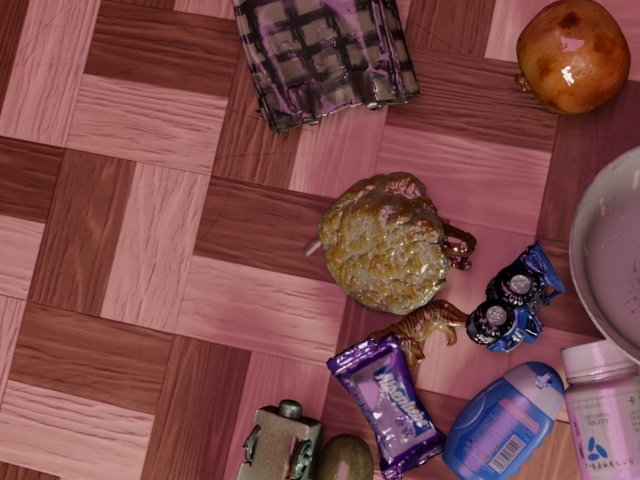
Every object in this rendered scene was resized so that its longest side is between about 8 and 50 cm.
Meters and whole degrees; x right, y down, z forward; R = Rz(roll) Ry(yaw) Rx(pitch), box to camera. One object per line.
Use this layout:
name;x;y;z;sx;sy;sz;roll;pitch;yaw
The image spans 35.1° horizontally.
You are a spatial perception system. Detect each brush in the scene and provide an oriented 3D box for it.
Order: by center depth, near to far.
brush;0.000;0.000;2.016;0.084;0.013;0.016;-41;79;5

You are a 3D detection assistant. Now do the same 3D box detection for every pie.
pie;0.133;0.008;1.944;0.257;0.105;0.274;-44;76;11

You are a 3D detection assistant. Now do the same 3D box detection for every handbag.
handbag;0.004;-0.399;2.004;0.325;0.162;0.327;-14;87;12

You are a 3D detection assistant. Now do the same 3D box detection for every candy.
candy;0.130;0.314;1.904;0.145;0.070;0.275;-26;94;3

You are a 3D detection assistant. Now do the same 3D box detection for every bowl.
bowl;0.631;0.054;1.774;0.435;0.196;0.434;0;72;1

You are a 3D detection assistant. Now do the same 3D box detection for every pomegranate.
pomegranate;0.459;-0.337;1.873;0.215;0.215;0.215;-2;82;11

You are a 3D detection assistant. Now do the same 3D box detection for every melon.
melon;0.040;0.446;1.892;0.114;0.114;0.167;12;94;12

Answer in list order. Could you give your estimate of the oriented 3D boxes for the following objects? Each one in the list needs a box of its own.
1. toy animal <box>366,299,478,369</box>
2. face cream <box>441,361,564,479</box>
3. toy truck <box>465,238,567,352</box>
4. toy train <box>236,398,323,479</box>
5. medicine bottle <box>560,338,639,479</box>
toy animal;0.194;0.176;1.930;0.241;0.057;0.099;-32;77;6
face cream;0.343;0.335;1.864;0.149;0.083;0.264;41;91;10
toy truck;0.366;0.110;1.861;0.126;0.113;0.208;33;76;5
toy train;-0.086;0.456;1.896;0.129;0.159;0.326;14;89;15
medicine bottle;0.516;0.305;1.800;0.152;0.152;0.254;-11;82;9
